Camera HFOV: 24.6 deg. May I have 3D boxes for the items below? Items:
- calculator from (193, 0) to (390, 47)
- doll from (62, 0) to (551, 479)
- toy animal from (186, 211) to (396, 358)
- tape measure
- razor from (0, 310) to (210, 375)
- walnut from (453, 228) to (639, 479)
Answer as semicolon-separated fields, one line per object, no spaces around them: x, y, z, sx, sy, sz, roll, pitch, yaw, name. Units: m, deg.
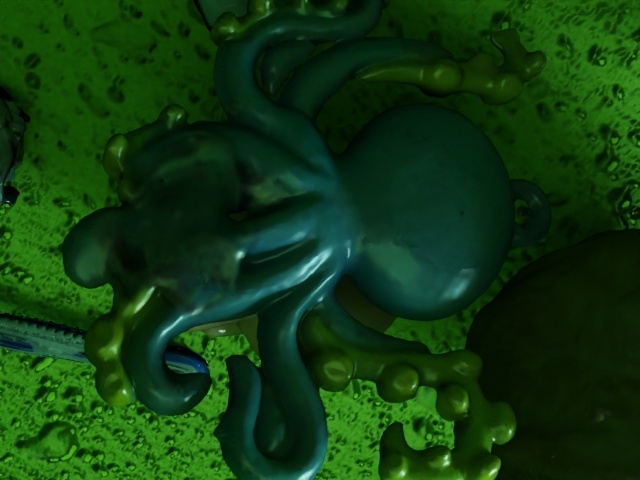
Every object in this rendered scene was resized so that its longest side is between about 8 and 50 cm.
-0.048;-0.268;0.999;0.173;0.051;0.293;-14;115;17;calculator
0.000;0.000;0.978;0.341;0.099;0.346;-3;76;-12;doll
-0.039;0.011;1.095;0.197;0.171;0.171;41;117;-18;toy animal
-0.273;-0.078;1.137;0.091;0.054;0.094;10;122;-4;tape measure
-0.249;0.074;1.219;0.324;0.056;0.093;19;118;-3;razor
0.235;0.138;1.051;0.277;0.282;0.253;14;170;41;walnut
